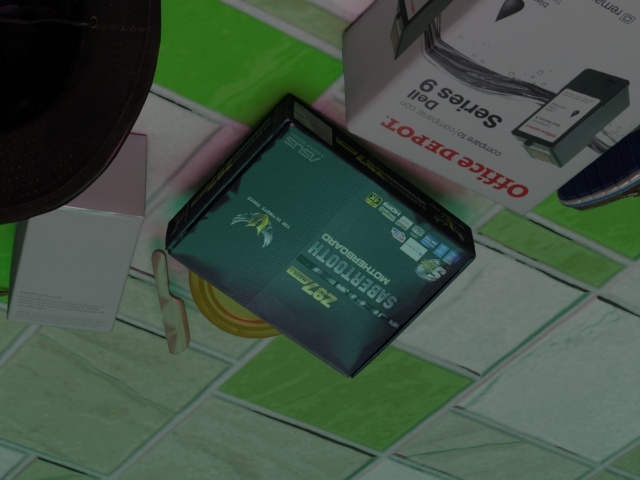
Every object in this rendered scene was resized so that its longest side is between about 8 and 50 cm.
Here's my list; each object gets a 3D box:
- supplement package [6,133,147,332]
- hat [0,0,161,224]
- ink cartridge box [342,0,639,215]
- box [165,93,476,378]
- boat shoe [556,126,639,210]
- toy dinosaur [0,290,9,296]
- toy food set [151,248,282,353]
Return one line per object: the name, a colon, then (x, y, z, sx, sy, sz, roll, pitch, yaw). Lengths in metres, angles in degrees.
supplement package: (-0.229, -0.010, 1.775, 0.105, 0.105, 0.179, 8, 140, -12)
hat: (-0.256, -0.176, 1.510, 0.331, 0.331, 0.134, -11, 178, 10)
ink cartridge box: (0.184, -0.172, 1.588, 0.211, 0.121, 0.289, 24, 134, -28)
box: (0.000, 0.000, 1.767, 0.233, 0.059, 0.183, 37, 114, -19)
boat shoe: (0.309, -0.069, 1.760, 0.183, 0.066, 0.066, -26, 136, 26)
toy dinosaur: (-0.421, 0.089, 1.918, 0.211, 0.112, 0.064, -22, 107, 27)
toy food set: (-0.058, 0.024, 1.863, 0.218, 0.071, 0.128, -12, 115, 9)
